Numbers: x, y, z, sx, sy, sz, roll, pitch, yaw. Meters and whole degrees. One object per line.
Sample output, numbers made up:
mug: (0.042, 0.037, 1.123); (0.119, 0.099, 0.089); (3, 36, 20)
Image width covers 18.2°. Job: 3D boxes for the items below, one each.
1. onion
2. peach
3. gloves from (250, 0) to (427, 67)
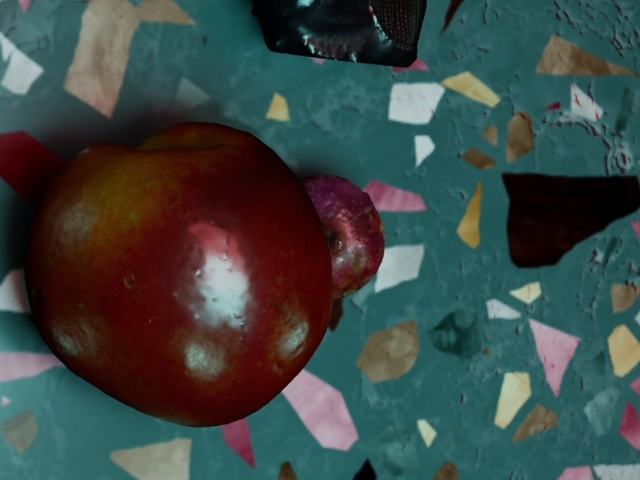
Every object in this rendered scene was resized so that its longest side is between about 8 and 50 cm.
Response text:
onion: (0.000, 0.000, 1.635); (0.107, 0.097, 0.107); (0, 107, -1)
peach: (-0.107, 0.031, 1.522); (0.244, 0.199, 0.243); (-1, 101, -6)
gloves: (0.017, -0.283, 1.585); (0.197, 0.152, 0.301); (1, 119, -35)
